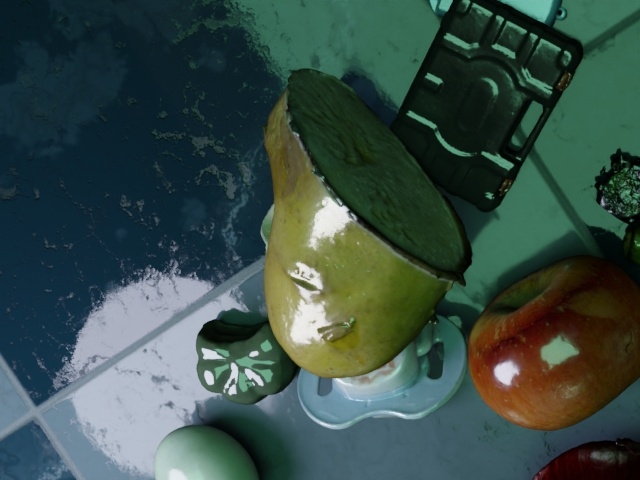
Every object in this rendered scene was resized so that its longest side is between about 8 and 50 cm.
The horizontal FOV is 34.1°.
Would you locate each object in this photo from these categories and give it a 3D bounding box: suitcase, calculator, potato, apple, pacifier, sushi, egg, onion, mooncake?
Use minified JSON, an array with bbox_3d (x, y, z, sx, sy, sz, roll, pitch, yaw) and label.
[{"bbox_3d":[0.234,-0.204,1.534,0.206,0.066,0.286,29,117,8],"label":"suitcase"},{"bbox_3d":[0.260,-0.363,1.531,0.210,0.039,0.121,20,108,10],"label":"calculator"},{"bbox_3d":[0.000,0.000,1.490,0.397,0.290,0.296,48,118,8],"label":"potato"},{"bbox_3d":[0.348,0.153,1.506,0.271,0.251,0.206,-36,94,-6],"label":"apple"},{"bbox_3d":[0.110,0.216,1.643,0.278,0.228,0.207,-11,131,20],"label":"pacifier"},{"bbox_3d":[0.450,-0.078,1.534,0.084,0.056,0.083,34,116,4],"label":"sushi"},{"bbox_3d":[-0.190,0.394,1.753,0.192,0.149,0.149,37,108,-2],"label":"egg"},{"bbox_3d":[0.438,0.449,1.552,0.313,0.232,0.314,4,104,16],"label":"onion"},{"bbox_3d":[-0.121,0.186,1.718,0.175,0.104,0.168,-40,84,16],"label":"mooncake"}]

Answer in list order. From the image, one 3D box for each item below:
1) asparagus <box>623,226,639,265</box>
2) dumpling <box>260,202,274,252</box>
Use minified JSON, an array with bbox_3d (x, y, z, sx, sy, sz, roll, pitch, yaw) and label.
[{"bbox_3d":[0.579,0.041,1.516,0.277,0.060,0.067,15,134,11],"label":"asparagus"},{"bbox_3d":[-0.034,-0.012,1.654,0.134,0.100,0.169,33,107,16],"label":"dumpling"}]
